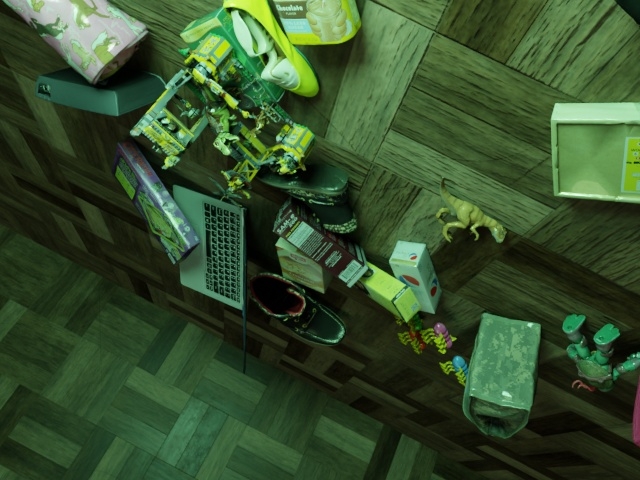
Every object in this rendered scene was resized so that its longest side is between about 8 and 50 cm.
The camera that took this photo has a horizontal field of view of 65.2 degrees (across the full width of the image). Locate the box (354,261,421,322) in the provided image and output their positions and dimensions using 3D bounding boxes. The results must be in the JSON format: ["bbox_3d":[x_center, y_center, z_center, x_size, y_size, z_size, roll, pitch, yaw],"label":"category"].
[{"bbox_3d":[0.150,0.117,1.283,0.232,0.058,0.087,31,160,53],"label":"box"}]

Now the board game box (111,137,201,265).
[{"bbox_3d":[-0.481,-0.103,1.449,0.346,0.056,0.208,57,153,-2],"label":"board game box"}]

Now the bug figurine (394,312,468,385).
[{"bbox_3d":[0.325,0.293,1.448,0.279,0.072,0.216,31,154,55],"label":"bug figurine"}]

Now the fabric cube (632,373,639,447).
[{"bbox_3d":[0.782,0.297,0.903,0.259,0.254,0.258,27,153,4],"label":"fabric cube"}]

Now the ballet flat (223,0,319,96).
[{"bbox_3d":[-0.085,-0.317,0.842,0.077,0.077,0.231,2,143,39],"label":"ballet flat"}]

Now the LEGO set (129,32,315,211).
[{"bbox_3d":[-0.191,-0.189,0.941,0.255,0.192,0.331,1,143,45],"label":"LEGO set"}]

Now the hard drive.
[{"bbox_3d":[-0.472,-0.332,1.080,0.255,0.172,0.054,18,127,24],"label":"hard drive"}]

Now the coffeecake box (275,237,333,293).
[{"bbox_3d":[-0.042,0.061,1.446,0.142,0.068,0.185,21,151,16],"label":"coffeecake box"}]

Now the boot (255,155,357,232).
[{"bbox_3d":[-0.030,-0.101,1.150,0.237,0.085,0.178,15,152,26],"label":"boot"}]

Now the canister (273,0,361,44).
[{"bbox_3d":[-0.019,-0.368,0.705,0.126,0.073,0.170,11,149,30],"label":"canister"}]

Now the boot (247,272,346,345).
[{"bbox_3d":[-0.076,0.222,1.611,0.377,0.138,0.284,34,170,2],"label":"boot"}]

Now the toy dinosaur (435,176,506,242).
[{"bbox_3d":[0.274,-0.060,0.988,0.212,0.064,0.112,30,136,-22],"label":"toy dinosaur"}]

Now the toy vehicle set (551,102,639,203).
[{"bbox_3d":[0.477,-0.119,0.714,0.267,0.035,0.166,9,147,31],"label":"toy vehicle set"}]

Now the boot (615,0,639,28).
[{"bbox_3d":[0.351,-0.242,0.537,0.099,0.121,0.045,32,150,-20],"label":"boot"}]

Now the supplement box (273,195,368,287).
[{"bbox_3d":[0.000,0.000,1.233,0.239,0.130,0.073,37,106,-15],"label":"supplement box"}]

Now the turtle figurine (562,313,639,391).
[{"bbox_3d":[0.643,0.275,1.150,0.175,0.118,0.234,-1,135,43],"label":"turtle figurine"}]

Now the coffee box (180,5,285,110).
[{"bbox_3d":[-0.161,-0.329,0.928,0.113,0.040,0.184,1,142,41],"label":"coffee box"}]

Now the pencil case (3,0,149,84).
[{"bbox_3d":[-0.502,-0.463,0.886,0.386,0.160,0.167,43,153,-26],"label":"pencil case"}]

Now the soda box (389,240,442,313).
[{"bbox_3d":[0.241,0.094,1.248,0.074,0.069,0.216,9,146,32],"label":"soda box"}]

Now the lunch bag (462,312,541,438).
[{"bbox_3d":[0.472,0.364,1.313,0.169,0.235,0.287,9,147,22],"label":"lunch bag"}]

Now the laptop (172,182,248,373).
[{"bbox_3d":[-0.319,0.098,1.430,0.408,0.236,0.381,20,125,19],"label":"laptop"}]
